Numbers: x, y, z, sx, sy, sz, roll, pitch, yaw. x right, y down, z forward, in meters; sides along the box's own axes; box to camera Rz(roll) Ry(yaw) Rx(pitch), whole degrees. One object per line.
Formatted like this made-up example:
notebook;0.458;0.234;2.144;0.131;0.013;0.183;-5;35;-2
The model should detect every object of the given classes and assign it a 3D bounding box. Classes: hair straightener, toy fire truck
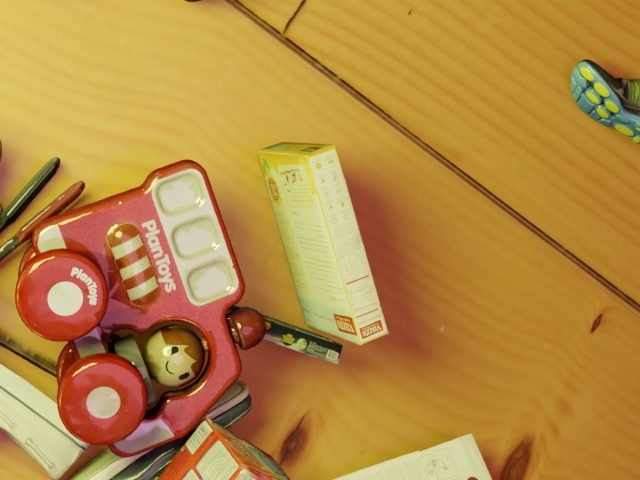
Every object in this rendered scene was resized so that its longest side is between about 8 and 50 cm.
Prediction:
hair straightener;-0.386;-0.017;1.516;0.230;0.047;0.089;-44;88;-7
toy fire truck;-0.201;0.085;1.500;0.253;0.169;0.302;-21;101;-8

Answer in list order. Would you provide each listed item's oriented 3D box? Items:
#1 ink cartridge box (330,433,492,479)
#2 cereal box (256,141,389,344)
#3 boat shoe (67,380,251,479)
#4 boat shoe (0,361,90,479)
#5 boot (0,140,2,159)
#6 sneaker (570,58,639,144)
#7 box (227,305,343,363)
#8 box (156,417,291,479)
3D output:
ink cartridge box;0.126;0.379;1.709;0.232;0.066;0.189;-14;70;-24
cereal box;0.000;0.000;1.599;0.047;0.173;0.240;-21;104;-20
boat shoe;-0.187;0.263;1.590;0.254;0.095;0.079;-33;105;-15
boat shoe;-0.378;0.186;1.503;0.258;0.095;0.084;40;76;-20
boot;-0.403;0.014;1.409;0.112;0.115;0.305;35;75;-55
sneaker;0.424;-0.198;1.822;0.188;0.067;0.078;29;63;-21
box;-0.050;0.115;1.632;0.137;0.094;0.027;20;87;-24
box;-0.146;0.355;1.513;0.122;0.128;0.257;37;91;-33
